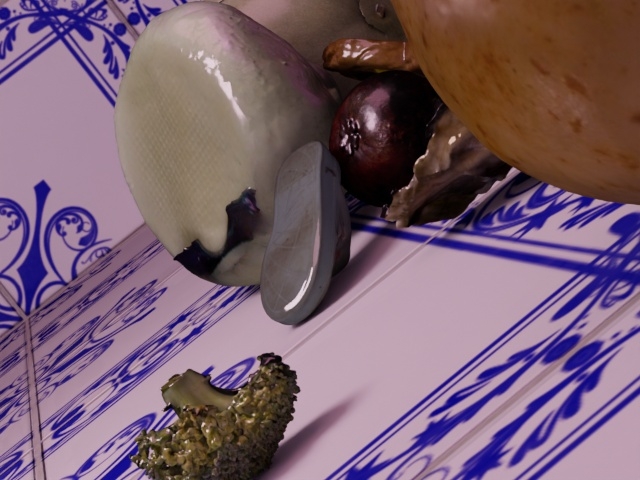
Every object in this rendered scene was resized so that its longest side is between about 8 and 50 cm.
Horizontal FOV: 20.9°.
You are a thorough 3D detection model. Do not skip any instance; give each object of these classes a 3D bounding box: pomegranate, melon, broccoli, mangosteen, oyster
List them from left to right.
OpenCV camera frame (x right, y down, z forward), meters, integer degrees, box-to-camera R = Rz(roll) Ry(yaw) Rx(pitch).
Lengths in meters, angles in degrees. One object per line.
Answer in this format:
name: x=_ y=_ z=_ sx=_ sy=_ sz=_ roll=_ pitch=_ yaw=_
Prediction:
broccoli: x=-0.065 y=0.113 z=1.101 sx=0.097 sy=0.092 sz=0.095 roll=-51 pitch=-19 yaw=25
melon: x=-0.031 y=-0.182 z=1.945 sx=0.330 sy=0.268 sz=0.268 roll=-26 pitch=14 yaw=44
mangosteen: x=0.079 y=-0.092 z=1.568 sx=0.140 sy=0.140 sz=0.140 roll=-37 pitch=8 yaw=6
oyster: x=0.175 y=-0.098 z=1.322 sx=0.294 sy=0.094 sz=0.166 roll=-46 pitch=-13 yaw=15
pomegranate: x=0.158 y=-0.185 z=0.886 sx=0.342 sy=0.342 sz=0.342 roll=-37 pitch=8 yaw=6

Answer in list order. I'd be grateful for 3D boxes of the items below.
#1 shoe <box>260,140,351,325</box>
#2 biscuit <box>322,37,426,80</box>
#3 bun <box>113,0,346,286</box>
shoe: x=0.000 y=0.000 z=1.501 sx=0.079 sy=0.078 sz=0.195 roll=-35 pitch=38 yaw=32
biscuit: x=0.104 y=-0.162 z=1.666 sx=0.208 sy=0.041 sz=0.290 roll=6 pitch=1 yaw=-15
bun: x=-0.068 y=-0.103 z=1.740 sx=0.187 sy=0.293 sz=0.293 roll=-17 pitch=-6 yaw=-37
